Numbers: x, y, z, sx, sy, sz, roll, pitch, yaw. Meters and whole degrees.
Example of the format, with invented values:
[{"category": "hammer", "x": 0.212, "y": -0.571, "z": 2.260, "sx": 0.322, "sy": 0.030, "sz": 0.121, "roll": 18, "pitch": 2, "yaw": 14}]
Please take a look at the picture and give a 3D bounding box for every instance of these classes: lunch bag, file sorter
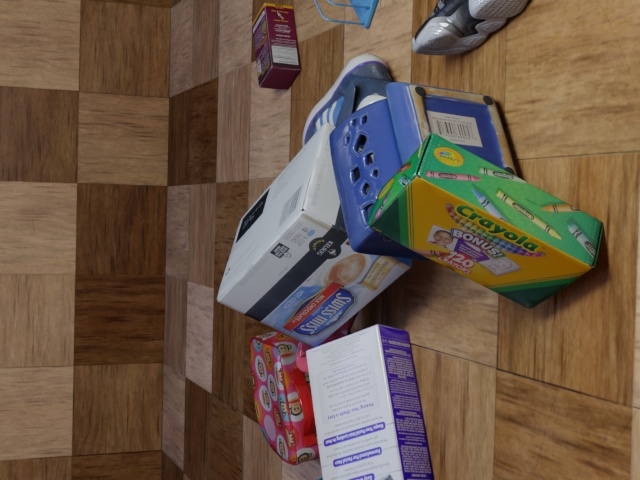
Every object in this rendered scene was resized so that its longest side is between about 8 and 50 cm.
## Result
[{"category": "lunch bag", "x": -0.066, "y": 0.354, "z": 2.277, "sx": 0.258, "sy": 0.120, "sz": 0.293, "roll": -173, "pitch": 74, "yaw": -69}, {"category": "file sorter", "x": 0.061, "y": -0.544, "z": 2.060, "sx": 0.118, "sy": 0.104, "sz": 0.170, "roll": -110, "pitch": 29, "yaw": -43}]

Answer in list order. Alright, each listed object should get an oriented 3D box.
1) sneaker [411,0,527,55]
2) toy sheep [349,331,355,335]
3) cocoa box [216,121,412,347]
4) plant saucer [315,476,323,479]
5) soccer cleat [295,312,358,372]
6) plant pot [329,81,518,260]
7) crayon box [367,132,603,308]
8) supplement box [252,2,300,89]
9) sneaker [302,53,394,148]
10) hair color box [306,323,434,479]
[{"category": "sneaker", "x": 0.236, "y": -0.408, "z": 1.634, "sx": 0.268, "sy": 0.101, "sz": 0.153, "roll": -27, "pitch": 64, "yaw": 59}, {"category": "toy sheep", "x": 0.049, "y": 0.240, "z": 2.087, "sx": 0.132, "sy": 0.091, "sz": 0.091, "roll": -51, "pitch": 40, "yaw": 33}, {"category": "cocoa box", "x": 0.000, "y": 0.000, "z": 1.873, "sx": 0.347, "sy": 0.228, "sz": 0.231, "roll": -45, "pitch": 24, "yaw": 45}, {"category": "plant saucer", "x": 0.036, "y": 0.669, "z": 2.162, "sx": 0.317, "sy": 0.043, "sz": 0.318, "roll": 180, "pitch": 90, "yaw": -68}, {"category": "soccer cleat", "x": 0.029, "y": 0.162, "z": 2.055, "sx": 0.248, "sy": 0.083, "sz": 0.095, "roll": -60, "pitch": 4, "yaw": -5}, {"category": "plant pot", "x": 0.173, "y": -0.118, "z": 1.607, "sx": 0.212, "sy": 0.236, "sz": 0.236, "roll": -48, "pitch": 45, "yaw": 51}, {"category": "crayon box", "x": 0.227, "y": -0.022, "z": 1.398, "sx": 0.165, "sy": 0.278, "sz": 0.081, "roll": -49, "pitch": 16, "yaw": 58}, {"category": "supplement box", "x": -0.112, "y": -0.487, "z": 2.517, "sx": 0.104, "sy": 0.080, "sz": 0.188, "roll": 135, "pitch": 132, "yaw": -59}, {"category": "sneaker", "x": 0.065, "y": -0.187, "z": 1.999, "sx": 0.323, "sy": 0.130, "sz": 0.236, "roll": 121, "pitch": 148, "yaw": -42}, {"category": "hair color box", "x": 0.092, "y": 0.346, "z": 1.862, "sx": 0.185, "sy": 0.110, "sz": 0.339, "roll": -24, "pitch": 62, "yaw": 35}]
